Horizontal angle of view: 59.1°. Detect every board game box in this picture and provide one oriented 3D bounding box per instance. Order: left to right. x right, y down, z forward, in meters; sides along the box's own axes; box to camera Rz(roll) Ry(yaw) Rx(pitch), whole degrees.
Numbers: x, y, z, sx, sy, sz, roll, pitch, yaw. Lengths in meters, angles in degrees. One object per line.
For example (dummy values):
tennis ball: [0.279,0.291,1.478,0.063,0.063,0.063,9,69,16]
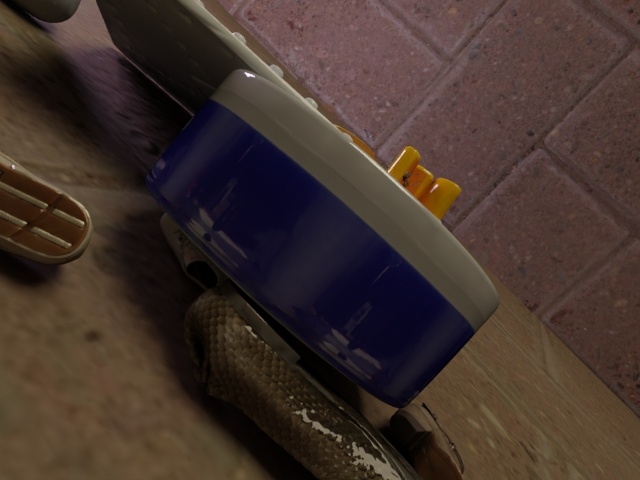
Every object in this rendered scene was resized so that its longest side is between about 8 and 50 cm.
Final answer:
board game box: [-0.073,-0.149,0.621,0.390,0.050,0.390,40,-6,-13]

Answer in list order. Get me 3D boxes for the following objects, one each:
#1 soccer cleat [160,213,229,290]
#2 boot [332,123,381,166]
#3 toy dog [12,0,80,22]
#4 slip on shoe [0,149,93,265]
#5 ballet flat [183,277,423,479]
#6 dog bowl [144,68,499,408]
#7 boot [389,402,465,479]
soccer cleat: [-0.096,0.010,0.428,0.083,0.029,0.035,51,11,10]
boot: [0.092,-0.048,0.917,0.295,0.104,0.211,46,12,-36]
toy dog: [-0.371,-0.388,0.548,0.333,0.161,0.220,29,20,-44]
slip on shoe: [-0.182,-0.031,0.292,0.135,0.052,0.041,31,-23,-15]
ballet flat: [0.008,0.129,0.336,0.250,0.058,0.084,48,-4,-4]
dog bowl: [0.000,0.000,0.438,0.265,0.104,0.265,42,0,0]
boot: [0.097,0.180,0.447,0.087,0.042,0.119,37,20,-54]
